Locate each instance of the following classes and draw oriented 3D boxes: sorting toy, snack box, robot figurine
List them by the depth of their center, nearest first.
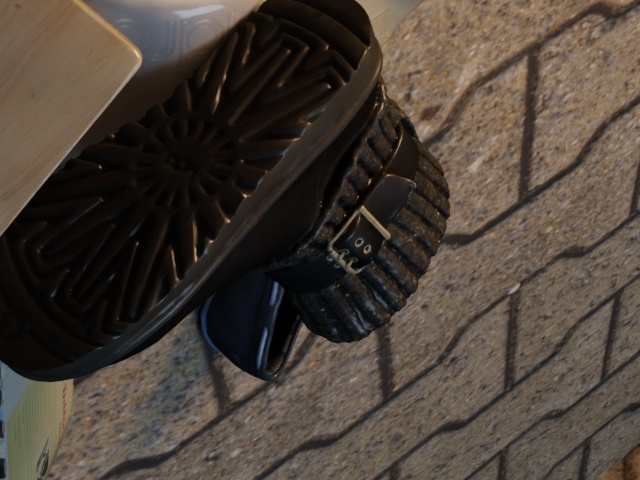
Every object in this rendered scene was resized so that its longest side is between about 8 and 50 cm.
[{"bbox_3d":[-0.290,-0.105,0.880,0.257,0.255,0.089,-49,-169,8],"label":"sorting toy"},{"bbox_3d":[-0.127,-0.148,1.039,0.300,0.199,0.353,-5,136,-12],"label":"robot figurine"},{"bbox_3d":[-0.274,0.124,1.219,0.187,0.060,0.322,-74,176,-47],"label":"snack box"}]

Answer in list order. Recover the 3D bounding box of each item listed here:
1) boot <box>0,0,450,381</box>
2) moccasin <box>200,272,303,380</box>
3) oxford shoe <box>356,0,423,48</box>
[{"bbox_3d":[-0.054,0.010,0.987,0.348,0.131,0.260,-41,149,-8],"label":"boot"},{"bbox_3d":[0.000,0.000,1.454,0.138,0.117,0.342,-6,131,-48],"label":"moccasin"},{"bbox_3d":[0.104,-0.266,1.107,0.397,0.146,0.140,-57,158,17],"label":"oxford shoe"}]
